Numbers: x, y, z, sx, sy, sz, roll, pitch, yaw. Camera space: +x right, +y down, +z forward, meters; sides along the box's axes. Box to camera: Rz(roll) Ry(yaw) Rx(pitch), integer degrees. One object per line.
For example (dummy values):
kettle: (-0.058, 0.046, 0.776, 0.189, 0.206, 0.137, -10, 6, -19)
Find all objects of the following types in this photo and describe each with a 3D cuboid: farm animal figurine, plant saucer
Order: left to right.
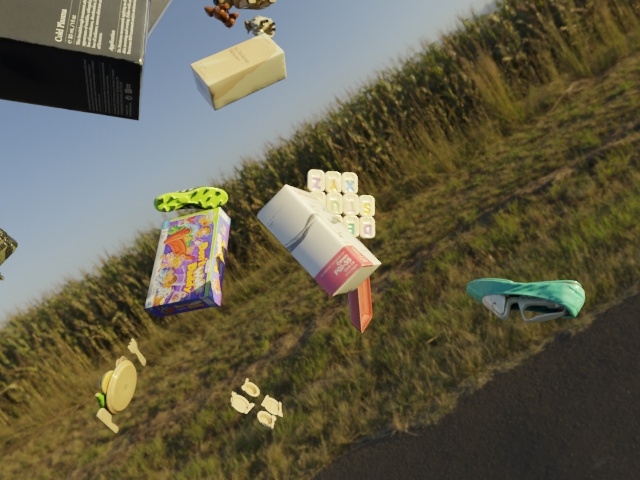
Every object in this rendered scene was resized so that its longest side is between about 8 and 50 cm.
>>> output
farm animal figurine: (-0.326, -0.966, 1.797, 0.327, 0.330, 0.172, -2, 7, -37)
plant saucer: (0.143, 0.187, 1.731, 0.048, 0.258, 0.258, -4, 3, 14)

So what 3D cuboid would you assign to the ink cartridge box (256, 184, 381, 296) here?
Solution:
ink cartridge box: (0.000, 0.000, 1.195, 0.117, 0.283, 0.207, -47, -15, 13)

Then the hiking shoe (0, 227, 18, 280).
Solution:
hiking shoe: (-0.647, -0.009, 0.891, 0.226, 0.086, 0.114, -63, -15, 22)

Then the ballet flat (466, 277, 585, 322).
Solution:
ballet flat: (0.421, 0.129, 0.992, 0.247, 0.083, 0.087, -4, 49, 40)

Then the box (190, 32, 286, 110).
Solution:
box: (-0.293, -0.618, 1.702, 0.311, 0.148, 0.121, -32, -27, -17)

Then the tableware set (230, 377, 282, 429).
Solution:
tableware set: (-0.184, 0.480, 1.365, 0.020, 0.169, 0.141, -54, 2, 16)

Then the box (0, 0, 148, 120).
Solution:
box: (-0.495, -0.442, 0.889, 0.313, 0.343, 0.179, 5, -23, -21)

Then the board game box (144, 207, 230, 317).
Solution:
board game box: (-0.439, 0.069, 1.569, 0.234, 0.078, 0.347, -13, 54, 16)

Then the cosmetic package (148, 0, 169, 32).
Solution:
cosmetic package: (-0.618, -0.807, 1.626, 0.231, 0.117, 0.085, -37, 29, 30)

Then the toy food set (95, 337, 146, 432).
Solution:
toy food set: (-0.480, 0.342, 1.101, 0.039, 0.132, 0.192, 6, 48, 6)

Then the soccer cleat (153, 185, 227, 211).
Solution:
soccer cleat: (-0.325, -0.105, 1.163, 0.179, 0.060, 0.072, -8, 17, -22)

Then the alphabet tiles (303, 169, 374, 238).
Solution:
alphabet tiles: (0.041, -0.080, 1.454, 0.284, 0.277, 0.021, 2, -3, -22)
